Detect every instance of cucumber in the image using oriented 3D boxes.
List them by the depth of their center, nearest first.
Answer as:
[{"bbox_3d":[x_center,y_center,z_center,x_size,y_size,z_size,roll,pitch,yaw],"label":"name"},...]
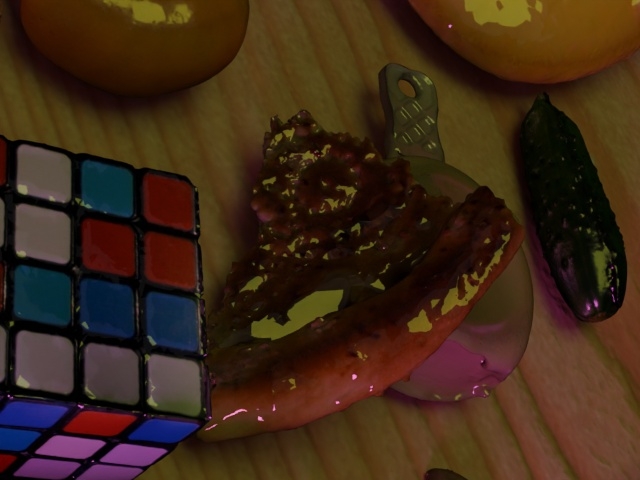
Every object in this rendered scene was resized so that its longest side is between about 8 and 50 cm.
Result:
[{"bbox_3d":[0.211,-0.033,1.153,0.069,0.069,0.227,12,52,-30],"label":"cucumber"}]

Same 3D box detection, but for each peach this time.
[{"bbox_3d":[-0.136,-0.184,0.967,0.179,0.103,0.179,16,55,-24],"label":"peach"}]

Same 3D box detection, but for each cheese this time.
[{"bbox_3d":[0.076,-0.019,1.035,0.163,0.082,0.286,13,53,-30],"label":"cheese"}]

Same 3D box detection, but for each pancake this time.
[{"bbox_3d":[0.000,0.000,0.920,0.266,0.057,0.244,-20,57,-10],"label":"pancake"}]

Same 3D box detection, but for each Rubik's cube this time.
[{"bbox_3d":[-0.164,0.050,0.764,0.154,0.151,0.155,12,56,-29],"label":"Rubik's cube"}]

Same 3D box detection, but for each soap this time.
[{"bbox_3d":[0.220,-0.307,1.283,0.427,0.115,0.306,-28,87,-33],"label":"soap"}]

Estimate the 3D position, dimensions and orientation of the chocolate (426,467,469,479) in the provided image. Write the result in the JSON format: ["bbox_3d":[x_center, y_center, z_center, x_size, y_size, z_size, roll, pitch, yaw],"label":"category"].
[{"bbox_3d":[0.096,0.204,0.937,0.064,0.031,0.101,38,45,-16],"label":"chocolate"}]
